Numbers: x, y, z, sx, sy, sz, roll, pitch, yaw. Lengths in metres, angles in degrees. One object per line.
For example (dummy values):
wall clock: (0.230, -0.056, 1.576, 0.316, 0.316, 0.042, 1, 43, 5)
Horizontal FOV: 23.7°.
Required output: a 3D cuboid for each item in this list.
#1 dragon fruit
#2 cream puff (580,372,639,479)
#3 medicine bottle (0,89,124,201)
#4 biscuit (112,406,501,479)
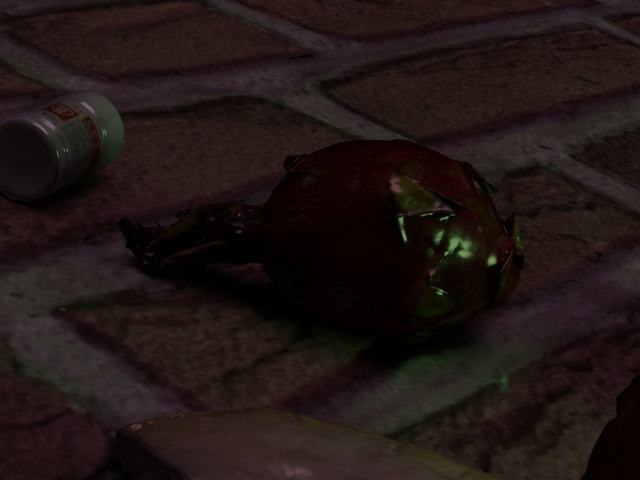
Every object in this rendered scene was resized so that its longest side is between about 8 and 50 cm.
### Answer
dragon fruit: (0.000, 0.000, 0.922, 0.246, 0.125, 0.125, 1, 36, 9)
cream puff: (0.239, 0.145, 0.587, 0.303, 0.212, 0.303, 7, 55, -10)
medicine bottle: (-0.173, -0.063, 1.001, 0.057, 0.057, 0.089, 21, 24, 14)
biscuit: (0.024, 0.137, 0.698, 0.265, 0.040, 0.188, 18, 21, 6)
